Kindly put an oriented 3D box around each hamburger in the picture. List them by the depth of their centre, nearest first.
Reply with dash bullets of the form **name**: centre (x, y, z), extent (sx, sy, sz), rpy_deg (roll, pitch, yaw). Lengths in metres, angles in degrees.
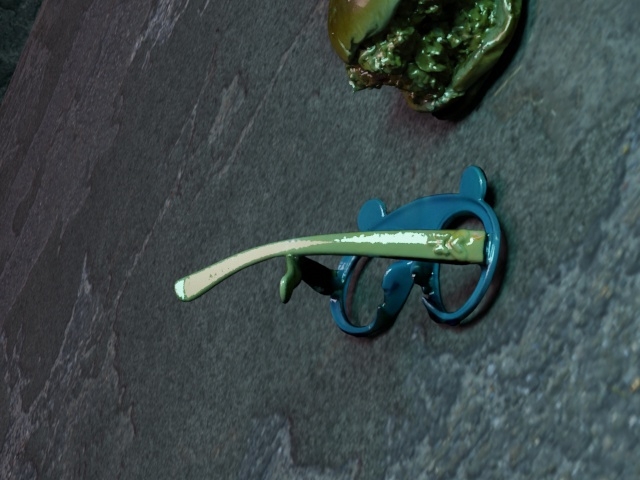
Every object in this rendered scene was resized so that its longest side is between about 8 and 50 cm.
- **hamburger**: centre (0.066, -0.182, 0.979), extent (0.159, 0.131, 0.185), rpy_deg (-90, 25, -42)

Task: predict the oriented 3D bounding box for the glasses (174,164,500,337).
- **glasses**: centre (0.012, 0.035, 0.930), extent (0.239, 0.206, 0.102), rpy_deg (-15, 96, 65)
